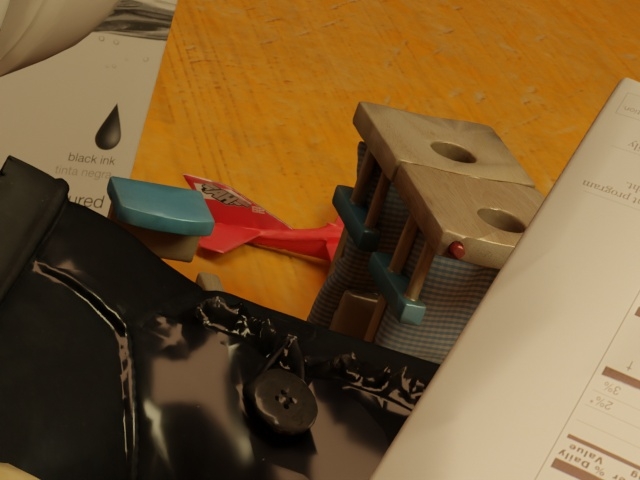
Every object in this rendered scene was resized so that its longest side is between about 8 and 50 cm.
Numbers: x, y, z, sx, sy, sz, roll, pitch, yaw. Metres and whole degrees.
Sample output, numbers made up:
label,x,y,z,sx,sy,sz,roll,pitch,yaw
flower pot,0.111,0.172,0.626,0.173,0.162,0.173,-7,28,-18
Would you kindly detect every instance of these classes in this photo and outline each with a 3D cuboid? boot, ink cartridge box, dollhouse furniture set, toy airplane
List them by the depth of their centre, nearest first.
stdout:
label,x,y,z,sx,sy,sz,roll,pitch,yaw
boot,-0.050,0.094,0.639,0.207,0.094,0.246,27,38,-8
dollhouse furniture set,-0.012,0.021,0.794,0.184,0.129,0.129,10,24,-21
ink cartridge box,-0.154,-0.108,0.869,0.160,0.219,0.092,5,25,-26
toy airplane,0.000,0.000,0.981,0.151,0.028,0.151,15,21,-6

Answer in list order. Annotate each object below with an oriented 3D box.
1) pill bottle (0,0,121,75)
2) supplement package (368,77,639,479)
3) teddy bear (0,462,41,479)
label,x,y,z,sx,sy,sz,roll,pitch,yaw
pill bottle,-0.233,-0.101,0.572,0.224,0.224,0.392,27,29,22
supplement package,0.090,0.095,0.568,0.134,0.139,0.244,24,52,16
teddy bear,-0.106,0.158,0.366,0.245,0.113,0.338,2,32,17
